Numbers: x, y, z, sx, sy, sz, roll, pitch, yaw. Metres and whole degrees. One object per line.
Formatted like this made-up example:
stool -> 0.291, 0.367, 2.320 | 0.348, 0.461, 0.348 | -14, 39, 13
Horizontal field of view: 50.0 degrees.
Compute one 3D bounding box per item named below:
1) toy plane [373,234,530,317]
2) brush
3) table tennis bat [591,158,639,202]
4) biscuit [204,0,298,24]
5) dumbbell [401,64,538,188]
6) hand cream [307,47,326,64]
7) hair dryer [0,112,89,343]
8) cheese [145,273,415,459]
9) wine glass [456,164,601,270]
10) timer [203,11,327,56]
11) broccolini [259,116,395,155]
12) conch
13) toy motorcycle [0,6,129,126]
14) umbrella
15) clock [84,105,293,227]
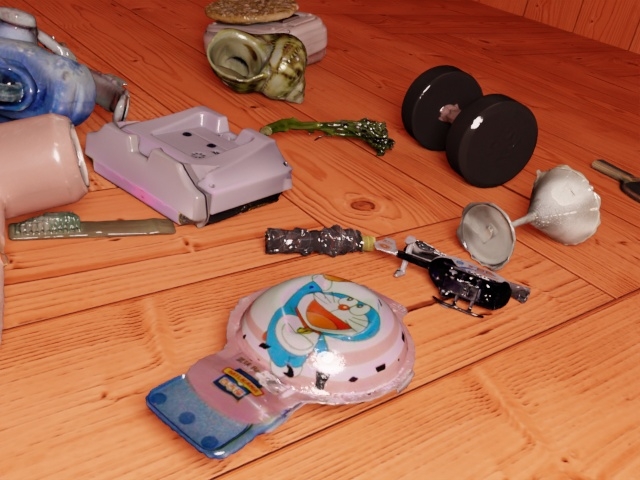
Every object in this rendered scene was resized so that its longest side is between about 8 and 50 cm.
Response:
toy plane -> 0.153, 0.040, 0.831 | 0.197, 0.053, 0.078 | 21, 22, 17
brush -> -0.269, -0.021, 0.820 | 0.190, 0.028, 0.034 | -2, 33, -23
table tennis bat -> 0.593, -0.095, 1.249 | 0.130, 0.019, 0.220 | -10, 36, -35
biscuit -> -0.158, -0.530, 1.569 | 0.219, 0.033, 0.220 | -2, 32, 1
dumbbell -> 0.251, -0.200, 1.187 | 0.152, 0.152, 0.218 | -3, 31, -23
hand cream -> -0.053, -0.427, 1.620 | 0.067, 0.043, 0.209 | 19, 34, 28
hair dryer -> -0.323, 0.008, 0.679 | 0.189, 0.107, 0.344 | -14, 47, -11
cheese -> -0.022, 0.104, 0.628 | 0.189, 0.074, 0.286 | 28, 34, 32
wine glass -> 0.282, -0.026, 0.937 | 0.183, 0.122, 0.122 | -19, 40, -33
timer -> -0.129, -0.477, 1.594 | 0.262, 0.087, 0.237 | 15, 35, 29
broccolini -> 0.021, -0.176, 1.161 | 0.271, 0.062, 0.123 | -8, 18, -40
conch -> -0.116, -0.341, 1.363 | 0.181, 0.124, 0.187 | 34, 60, 20
toy motorcycle -> -0.413, -0.250, 0.998 | 0.241, 0.182, 0.319 | -19, 31, -19
umbrella -> 0.000, 0.000, 0.860 | 0.144, 0.040, 0.037 | 1, 21, -18
clock -> -0.185, -0.116, 0.962 | 0.253, 0.083, 0.186 | 29, 33, 30
